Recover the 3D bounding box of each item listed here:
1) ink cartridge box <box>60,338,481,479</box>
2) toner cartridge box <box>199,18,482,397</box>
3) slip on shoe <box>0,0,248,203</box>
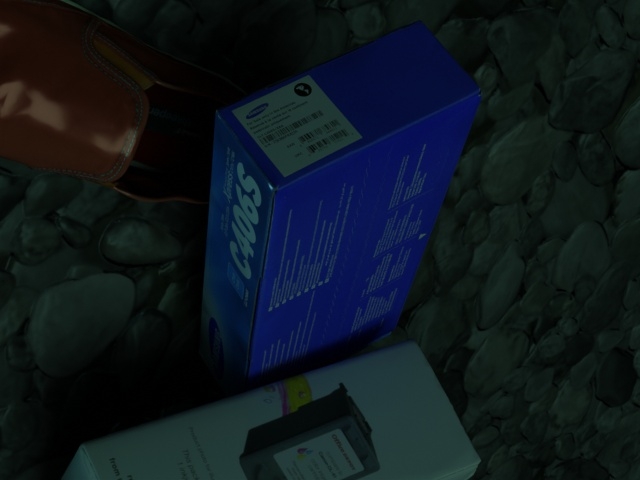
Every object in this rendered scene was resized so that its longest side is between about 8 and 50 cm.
[{"bbox_3d":[-0.059,0.215,0.977,0.306,0.131,0.226,-15,157,-31],"label":"ink cartridge box"},{"bbox_3d":[0.000,0.000,0.893,0.165,0.075,0.347,-26,155,-22],"label":"toner cartridge box"},{"bbox_3d":[-0.161,-0.091,0.809,0.331,0.101,0.123,15,107,-40],"label":"slip on shoe"}]
